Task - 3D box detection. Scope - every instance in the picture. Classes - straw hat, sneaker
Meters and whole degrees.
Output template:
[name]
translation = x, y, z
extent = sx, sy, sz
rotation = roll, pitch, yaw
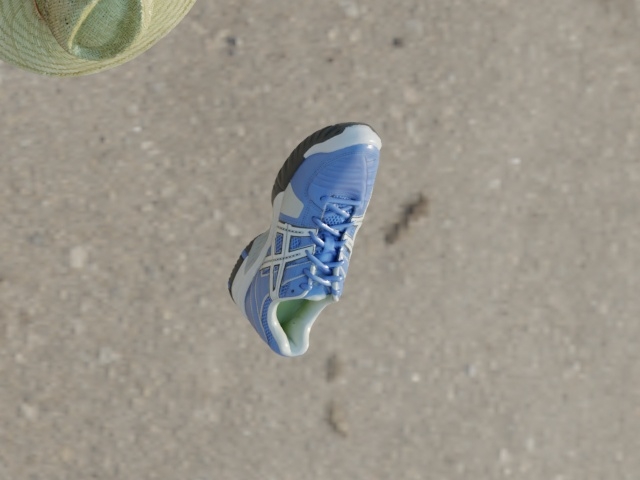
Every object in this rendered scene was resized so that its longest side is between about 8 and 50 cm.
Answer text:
[straw hat]
translation = -0.115, -0.129, 0.860
extent = 0.144, 0.061, 0.144
rotation = -11, 131, -13
[sneaker]
translation = 0.000, 0.000, 1.262
extent = 0.080, 0.081, 0.211
rotation = -2, 135, -29
